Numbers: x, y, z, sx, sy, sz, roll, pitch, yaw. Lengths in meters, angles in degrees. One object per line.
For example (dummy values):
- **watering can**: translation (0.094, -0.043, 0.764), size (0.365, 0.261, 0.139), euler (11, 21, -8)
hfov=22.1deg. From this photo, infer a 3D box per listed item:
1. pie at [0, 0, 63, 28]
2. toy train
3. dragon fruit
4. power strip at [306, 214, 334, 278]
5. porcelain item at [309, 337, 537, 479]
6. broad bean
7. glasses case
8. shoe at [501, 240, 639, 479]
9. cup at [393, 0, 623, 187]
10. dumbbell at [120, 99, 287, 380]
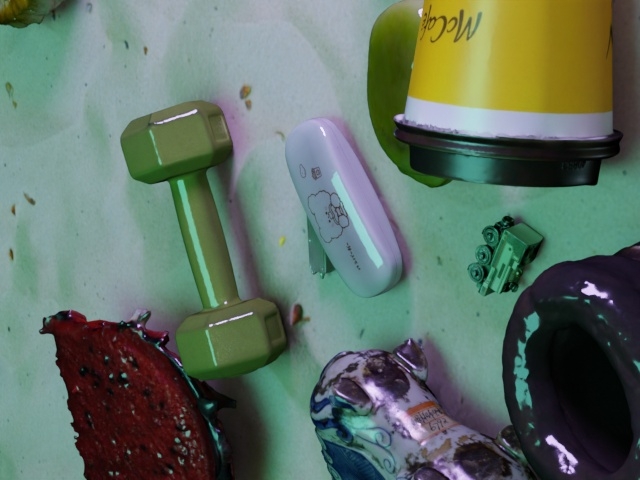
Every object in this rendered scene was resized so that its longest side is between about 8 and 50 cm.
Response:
- **pie**: translation (-0.380, -0.401, 1.954), size (0.315, 0.092, 0.315), euler (22, 119, 47)
- **toy train**: translation (0.172, 0.018, 1.536), size (0.053, 0.033, 0.083), euler (37, 127, 29)
- **dragon fruit**: translation (-0.179, 0.238, 1.931), size (0.282, 0.100, 0.343), euler (3, 109, 45)
- **power strip**: translation (0.000, 0.000, 1.725), size (0.027, 0.017, 0.083), euler (12, 111, 45)
- **porcelain item**: translation (0.094, 0.233, 1.618), size (0.288, 0.138, 0.186), euler (40, 139, 33)
- **broad bean**: translation (0.098, -0.138, 1.539), size (0.124, 0.082, 0.174), euler (-20, 77, 48)
- **glasses case**: translation (0.023, -0.034, 1.666), size (0.074, 0.049, 0.193), euler (-36, 75, 47)
- **shoe**: translation (0.302, 0.177, 1.295), size (0.171, 0.237, 0.384), euler (-43, 70, 45)
- **cup**: translation (0.164, -0.182, 1.377), size (0.196, 0.196, 0.280), euler (15, 106, 44)
- **dumbbell**: translation (-0.127, 0.001, 1.795), size (0.108, 0.121, 0.302), euler (-15, 91, 19)
